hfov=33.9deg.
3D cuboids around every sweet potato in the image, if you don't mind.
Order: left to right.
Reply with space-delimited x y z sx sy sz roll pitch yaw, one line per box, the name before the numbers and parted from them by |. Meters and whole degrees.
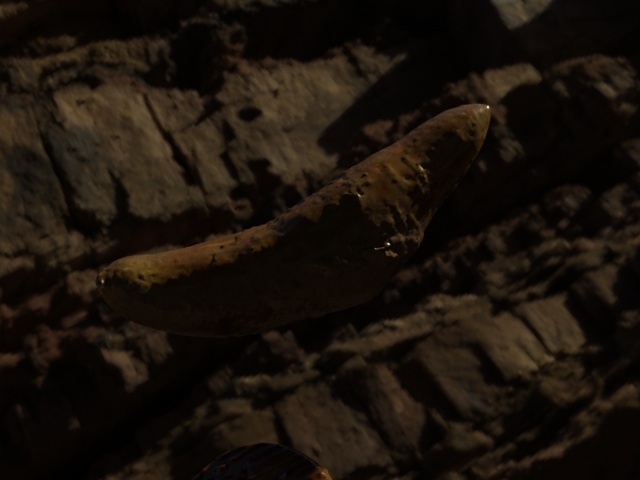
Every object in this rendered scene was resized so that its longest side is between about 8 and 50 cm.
sweet potato | 0.000 0.004 0.832 0.341 0.114 0.092 -25 6 -5

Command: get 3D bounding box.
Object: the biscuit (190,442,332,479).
biscuit | -0.059 0.245 0.802 0.188 0.188 0.027 -43 -44 7
